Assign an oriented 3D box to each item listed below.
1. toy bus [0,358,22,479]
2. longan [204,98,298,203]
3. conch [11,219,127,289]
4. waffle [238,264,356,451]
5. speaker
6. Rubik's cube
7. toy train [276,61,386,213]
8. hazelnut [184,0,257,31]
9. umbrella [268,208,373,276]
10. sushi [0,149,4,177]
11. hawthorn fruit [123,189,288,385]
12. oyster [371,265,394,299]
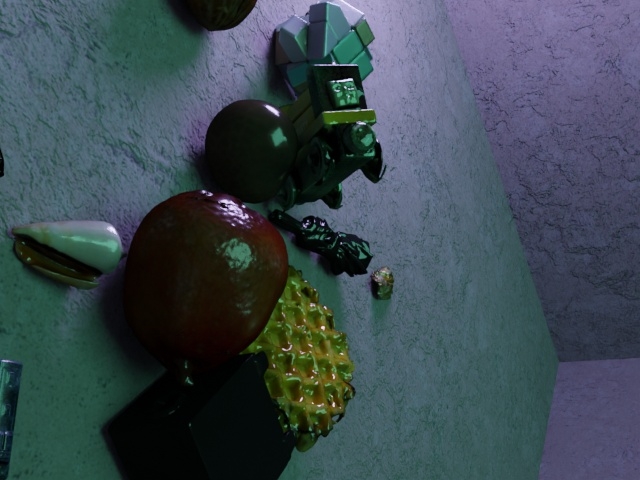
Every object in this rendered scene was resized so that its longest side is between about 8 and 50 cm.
[{"bbox_3d":[-0.443,0.243,0.984,0.047,0.065,0.166,27,58,-55],"label":"toy bus"},{"bbox_3d":[-0.140,-0.183,1.484,0.198,0.198,0.212,-49,147,-53],"label":"longan"},{"bbox_3d":[-0.380,0.015,1.129,0.176,0.094,0.104,8,111,-54],"label":"conch"},{"bbox_3d":[-0.070,0.221,1.530,0.382,0.095,0.379,57,32,-7],"label":"waffle"},{"bbox_3d":[-0.194,0.340,1.263,0.254,0.184,0.232,-45,121,-58],"label":"speaker"},{"bbox_3d":[-0.008,-0.464,1.768,0.265,0.224,0.213,-48,126,-21],"label":"Rubik's cube"},{"bbox_3d":[-0.001,-0.211,1.580,0.160,0.397,0.253,-5,79,-23],"label":"toy train"},{"bbox_3d":[-0.201,-0.540,1.501,0.181,0.181,0.212,66,18,13],"label":"hazelnut"},{"bbox_3d":[0.000,0.000,1.780,0.340,0.118,0.118,26,60,-44],"label":"umbrella"},{"bbox_3d":[-0.492,-0.117,1.017,0.085,0.056,0.083,-41,124,-57],"label":"sushi"},{"bbox_3d":[-0.199,0.066,1.239,0.295,0.295,0.311,-3,111,-59],"label":"hawthorn fruit"},{"bbox_3d":[0.181,0.119,2.103,0.146,0.045,0.121,49,29,-42],"label":"oyster"}]
